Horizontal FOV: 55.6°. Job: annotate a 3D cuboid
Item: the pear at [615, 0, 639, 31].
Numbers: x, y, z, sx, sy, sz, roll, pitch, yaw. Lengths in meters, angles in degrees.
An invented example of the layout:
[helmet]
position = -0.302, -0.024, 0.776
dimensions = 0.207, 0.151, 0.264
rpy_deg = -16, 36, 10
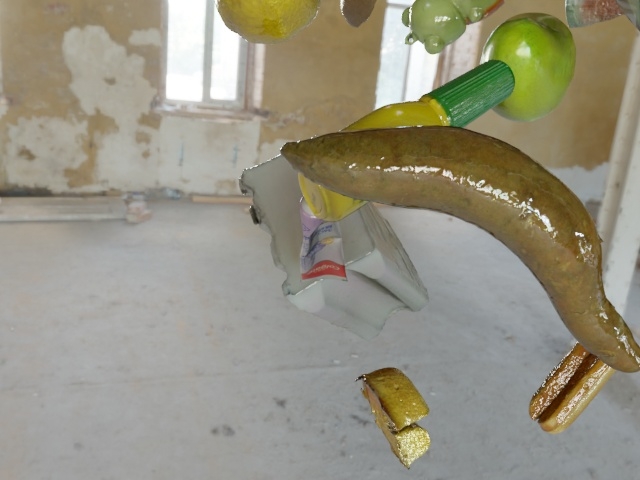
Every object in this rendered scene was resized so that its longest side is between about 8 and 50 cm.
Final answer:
[pear]
position = 0.488, -0.403, 0.756
dimensions = 0.165, 0.399, 0.399
rpy_deg = -37, 18, 14

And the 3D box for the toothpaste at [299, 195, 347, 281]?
[toothpaste]
position = 0.000, 0.000, 0.894
dimensions = 0.075, 0.301, 0.048
rpy_deg = -25, 65, -9

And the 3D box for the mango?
[mango]
position = 0.357, -0.298, 1.063
dimensions = 0.149, 0.185, 0.273
rpy_deg = 15, 29, 28

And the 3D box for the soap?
[soap]
position = 0.048, 0.012, 1.381
dimensions = 0.435, 0.213, 0.350
rpy_deg = 40, 20, -58

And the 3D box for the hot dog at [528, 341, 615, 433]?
[hot dog]
position = 0.458, 0.238, 1.063
dimensions = 0.062, 0.236, 0.092
rpy_deg = 32, 13, -28

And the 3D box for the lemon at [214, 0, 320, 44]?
[lemon]
position = -0.097, -0.460, 1.092
dimensions = 0.204, 0.204, 0.260
rpy_deg = 7, 0, 2

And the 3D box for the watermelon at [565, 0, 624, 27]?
[watermelon]
position = 0.667, -0.564, 1.349
dimensions = 0.241, 0.154, 0.094
rpy_deg = 7, -15, 36

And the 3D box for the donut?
[donut]
position = 0.120, 0.273, 0.986
dimensions = 0.078, 0.181, 0.146
rpy_deg = -28, 44, -9

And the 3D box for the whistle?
[whistle]
position = 0.280, -0.469, 1.164
dimensions = 0.106, 0.288, 0.131
rpy_deg = 38, 20, -56

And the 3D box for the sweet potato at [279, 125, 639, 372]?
[sweet potato]
position = 0.139, -0.021, 0.487
dimensions = 0.346, 0.108, 0.079
rpy_deg = 33, 30, 0

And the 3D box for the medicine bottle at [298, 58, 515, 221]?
[medicine bottle]
position = 0.096, -0.112, 0.626
dimensions = 0.260, 0.095, 0.064
rpy_deg = -32, 52, -17

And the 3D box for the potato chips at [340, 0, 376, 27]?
[potato chips]
position = 0.109, -0.713, 1.758
dimensions = 0.049, 0.150, 0.201
rpy_deg = -14, -4, -31
